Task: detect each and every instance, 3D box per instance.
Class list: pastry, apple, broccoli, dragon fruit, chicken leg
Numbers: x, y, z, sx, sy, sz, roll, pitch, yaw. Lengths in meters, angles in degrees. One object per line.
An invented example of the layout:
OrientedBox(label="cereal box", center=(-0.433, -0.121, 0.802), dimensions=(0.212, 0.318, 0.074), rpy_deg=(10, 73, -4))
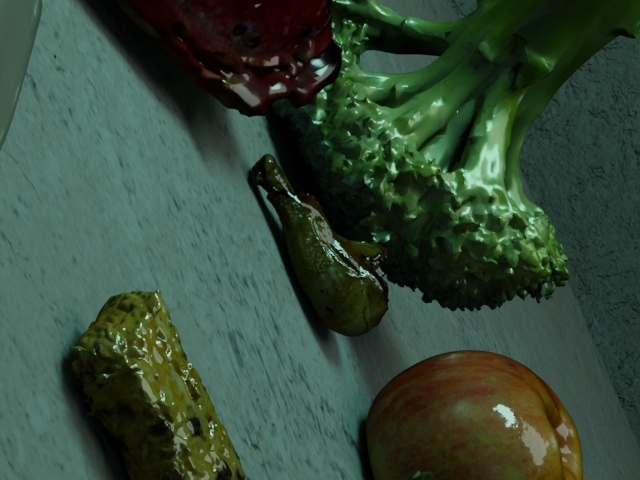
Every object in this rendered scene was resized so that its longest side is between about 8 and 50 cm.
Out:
OrientedBox(label="pastry", center=(-0.085, 0.099, 0.938), dimensions=(0.140, 0.056, 0.080), rpy_deg=(67, 24, -22))
OrientedBox(label="apple", center=(0.137, 0.193, 1.465), dimensions=(0.209, 0.164, 0.209), rpy_deg=(-22, 90, -77))
OrientedBox(label="broccoli", center=(0.162, -0.108, 1.551), dimensions=(0.275, 0.397, 0.353), rpy_deg=(-79, 154, -65))
OrientedBox(label="dragon fruit", center=(-0.114, -0.248, 1.280), dimensions=(0.228, 0.286, 0.329), rpy_deg=(33, -37, 32))
OrientedBox(label="chicken leg", center=(0.000, 0.000, 1.439), dimensions=(0.178, 0.070, 0.093), rpy_deg=(52, 43, -18))

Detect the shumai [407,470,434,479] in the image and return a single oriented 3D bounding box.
OrientedBox(label="shumai", center=(0.112, 0.271, 1.125), dimensions=(0.222, 0.260, 0.225), rpy_deg=(55, 51, -32))

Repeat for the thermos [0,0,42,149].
OrientedBox(label="thermos", center=(-0.176, -0.036, 0.701), dimensions=(0.193, 0.105, 0.137), rpy_deg=(-91, -172, -47))
